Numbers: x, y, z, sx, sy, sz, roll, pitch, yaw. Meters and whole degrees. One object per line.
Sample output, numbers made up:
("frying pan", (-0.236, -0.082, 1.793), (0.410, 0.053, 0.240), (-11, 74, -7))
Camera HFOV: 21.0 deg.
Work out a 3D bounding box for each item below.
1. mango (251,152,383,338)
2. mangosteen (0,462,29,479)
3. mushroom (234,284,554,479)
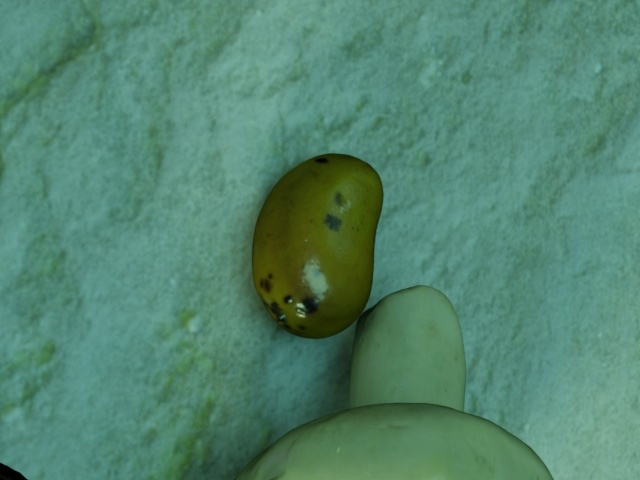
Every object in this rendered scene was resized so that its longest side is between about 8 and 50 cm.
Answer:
("mango", (-0.003, 0.000, 1.527), (0.115, 0.090, 0.178), (20, 67, -25))
("mangosteen", (-0.275, 0.283, 1.205), (0.296, 0.313, 0.297), (9, 61, -18))
("mushroom", (0.061, 0.200, 1.460), (0.314, 0.314, 0.336), (21, 47, -26))
